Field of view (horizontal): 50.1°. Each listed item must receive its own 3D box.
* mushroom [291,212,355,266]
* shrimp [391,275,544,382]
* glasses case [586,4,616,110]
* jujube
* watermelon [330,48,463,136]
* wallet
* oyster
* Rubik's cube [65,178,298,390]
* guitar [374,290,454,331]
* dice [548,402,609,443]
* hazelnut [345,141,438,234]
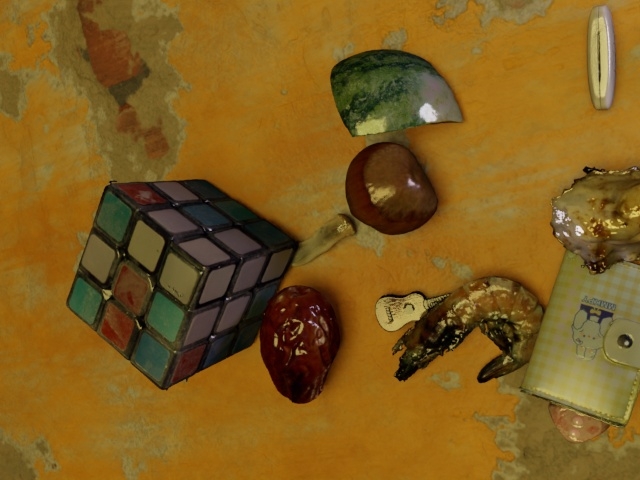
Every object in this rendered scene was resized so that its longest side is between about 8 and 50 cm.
[{"bbox_3d":[0.001,0.003,1.635,0.202,0.054,0.059,-36,73,32],"label":"mushroom"},{"bbox_3d":[0.322,0.228,1.483,0.233,0.071,0.365,42,115,-3],"label":"shrimp"},{"bbox_3d":[0.531,-0.344,1.295,0.049,0.074,0.193,-2,97,30],"label":"glasses case"},{"bbox_3d":[-0.053,0.245,1.619,0.197,0.197,0.290,14,120,24],"label":"jujube"},{"bbox_3d":[0.153,-0.305,1.460,0.260,0.176,0.255,-9,55,29],"label":"watermelon"},{"bbox_3d":[0.535,0.184,1.329,0.223,0.077,0.309,19,84,23],"label":"wallet"},{"bbox_3d":[0.594,-0.087,1.272,0.337,0.133,0.197,-39,78,24],"label":"oyster"},{"bbox_3d":[-0.328,0.080,1.639,0.359,0.362,0.363,35,116,19],"label":"Rubik's cube"},{"bbox_3d":[0.253,0.137,1.531,0.271,0.038,0.083,-17,95,22],"label":"guitar"},{"bbox_3d":[0.527,0.351,1.394,0.093,0.094,0.091,-36,80,25],"label":"dice"},{"bbox_3d":[0.139,-0.102,1.471,0.210,0.186,0.210,3,106,10],"label":"hazelnut"}]
